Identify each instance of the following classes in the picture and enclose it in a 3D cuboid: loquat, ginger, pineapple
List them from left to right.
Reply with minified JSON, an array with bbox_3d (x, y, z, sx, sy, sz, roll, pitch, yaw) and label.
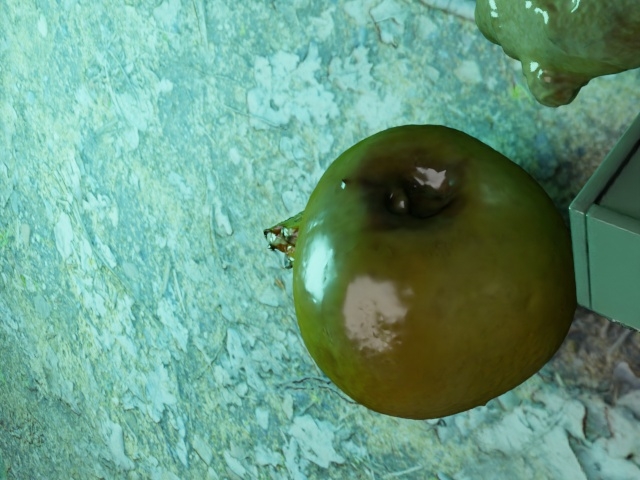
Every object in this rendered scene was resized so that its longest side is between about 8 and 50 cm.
[{"bbox_3d":[0.000,0.000,0.920,0.069,0.137,0.116,-4,59,43],"label":"pineapple"},{"bbox_3d":[0.106,0.036,0.708,0.274,0.274,0.275,19,117,41],"label":"loquat"},{"bbox_3d":[0.217,-0.201,0.521,0.354,0.126,0.190,177,106,-71],"label":"ginger"}]

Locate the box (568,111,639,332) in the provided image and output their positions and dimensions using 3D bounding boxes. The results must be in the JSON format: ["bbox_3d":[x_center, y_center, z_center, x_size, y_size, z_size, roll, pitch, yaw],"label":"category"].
[{"bbox_3d":[0.316,-0.021,0.464,0.225,0.225,0.117,27,155,37],"label":"box"}]
